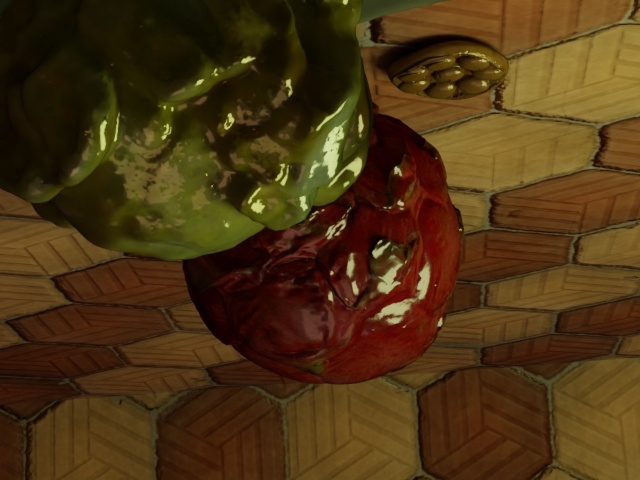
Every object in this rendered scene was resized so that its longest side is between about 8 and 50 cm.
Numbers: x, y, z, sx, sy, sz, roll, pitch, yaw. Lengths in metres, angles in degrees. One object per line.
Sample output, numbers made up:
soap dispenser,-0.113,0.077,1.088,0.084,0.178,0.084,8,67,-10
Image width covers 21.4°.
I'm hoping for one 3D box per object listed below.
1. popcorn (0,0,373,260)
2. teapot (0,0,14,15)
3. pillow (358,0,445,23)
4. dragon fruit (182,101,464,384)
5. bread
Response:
popcorn,-0.113,-0.130,1.123,0.312,0.312,0.312,-3,164,-1
teapot,-0.237,-0.163,0.761,0.239,0.239,0.321,26,-179,-17
pillow,0.081,-0.221,1.197,0.254,0.078,0.144,-11,150,24
dragon fruit,0.000,0.000,1.581,0.277,0.277,0.342,-8,153,13
bread,0.115,-0.153,1.521,0.110,0.024,0.110,-3,162,-1
